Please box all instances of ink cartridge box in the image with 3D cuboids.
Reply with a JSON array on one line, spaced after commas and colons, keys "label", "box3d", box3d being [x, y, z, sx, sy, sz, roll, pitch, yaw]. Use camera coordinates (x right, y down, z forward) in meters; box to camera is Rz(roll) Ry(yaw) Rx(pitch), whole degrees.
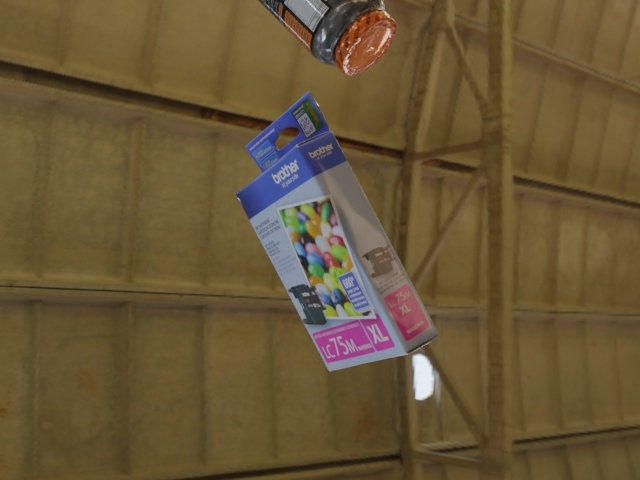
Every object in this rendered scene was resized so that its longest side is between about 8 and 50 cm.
[{"label": "ink cartridge box", "box3d": [0.000, 0.000, 0.986, 0.065, 0.185, 0.311, -25, -91, -32]}]

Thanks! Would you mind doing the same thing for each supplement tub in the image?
[{"label": "supplement tub", "box3d": [0.003, -0.309, 1.073, 0.117, 0.117, 0.190, -27, -113, -39]}]
